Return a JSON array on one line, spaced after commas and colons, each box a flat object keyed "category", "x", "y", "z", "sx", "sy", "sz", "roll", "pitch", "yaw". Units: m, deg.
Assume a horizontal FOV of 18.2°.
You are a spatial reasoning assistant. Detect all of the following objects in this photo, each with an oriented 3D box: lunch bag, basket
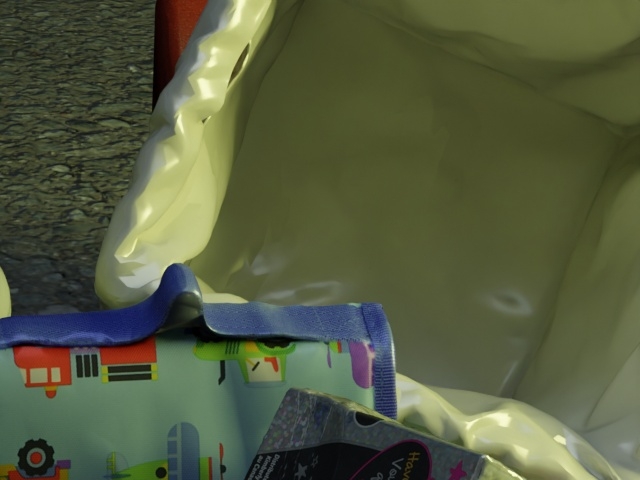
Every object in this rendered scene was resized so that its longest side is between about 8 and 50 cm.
[{"category": "lunch bag", "x": -0.080, "y": 0.153, "z": 0.954, "sx": 0.221, "sy": 0.293, "sz": 0.138, "roll": -1, "pitch": 23, "yaw": -15}, {"category": "basket", "x": 0.064, "y": -0.030, "z": 1.162, "sx": 0.331, "sy": 0.328, "sz": 0.266, "roll": 24, "pitch": -15, "yaw": -6}]

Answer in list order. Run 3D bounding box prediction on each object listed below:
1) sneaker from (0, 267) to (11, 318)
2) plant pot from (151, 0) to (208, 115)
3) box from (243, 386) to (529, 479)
[{"category": "sneaker", "x": -0.179, "y": 0.092, "z": 1.099, "sx": 0.210, "sy": 0.366, "sz": 0.137, "roll": 5, "pitch": 62, "yaw": -24}, {"category": "plant pot", "x": 0.000, "y": 0.000, "z": 1.440, "sx": 0.267, "sy": 0.267, "sz": 0.236, "roll": 4, "pitch": 35, "yaw": -2}, {"category": "box", "x": 0.077, "y": 0.193, "z": 0.896, "sx": 0.247, "sy": 0.163, "sz": 0.142, "roll": 33, "pitch": -11, "yaw": -37}]
